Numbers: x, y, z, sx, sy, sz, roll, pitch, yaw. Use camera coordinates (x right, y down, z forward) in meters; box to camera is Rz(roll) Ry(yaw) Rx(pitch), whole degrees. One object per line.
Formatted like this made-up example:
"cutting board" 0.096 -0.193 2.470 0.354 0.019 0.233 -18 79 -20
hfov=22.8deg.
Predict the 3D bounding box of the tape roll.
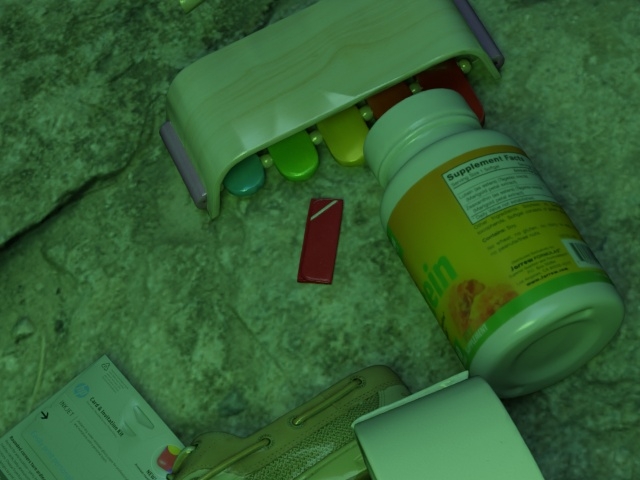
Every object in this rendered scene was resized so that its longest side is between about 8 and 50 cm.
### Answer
"tape roll" 0.121 0.239 1.104 0.100 0.286 0.286 -24 61 -2

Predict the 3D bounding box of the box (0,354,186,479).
"box" -0.207 0.206 1.324 0.186 0.038 0.145 -40 63 -10

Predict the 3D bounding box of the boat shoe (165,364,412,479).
"boat shoe" -0.067 0.212 1.256 0.341 0.121 0.110 -25 56 -14

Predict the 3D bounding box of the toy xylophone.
"toy xylophone" -0.003 -0.168 1.458 0.323 0.081 0.236 -19 61 0

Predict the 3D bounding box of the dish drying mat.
"dish drying mat" 0.000 0.000 1.411 0.032 0.008 0.083 4 63 12

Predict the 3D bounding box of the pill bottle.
"pill bottle" 0.133 -0.004 1.314 0.136 0.136 0.245 -27 61 -4
